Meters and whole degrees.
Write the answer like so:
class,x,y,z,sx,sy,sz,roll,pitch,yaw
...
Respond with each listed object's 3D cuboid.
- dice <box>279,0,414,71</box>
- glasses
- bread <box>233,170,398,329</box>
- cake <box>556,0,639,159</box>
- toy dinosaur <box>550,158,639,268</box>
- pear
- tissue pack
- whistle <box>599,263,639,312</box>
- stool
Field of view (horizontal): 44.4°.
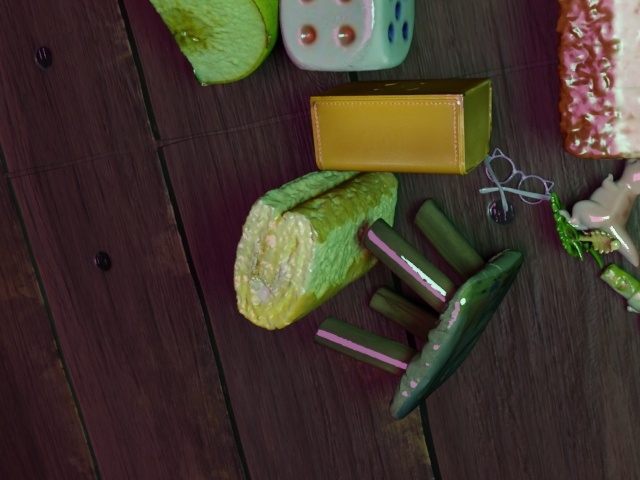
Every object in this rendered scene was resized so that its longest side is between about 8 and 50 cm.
class,x,y,z,sx,sy,sz,roll,pitch,yaw
dice,0.049,-0.398,1.377,0.193,0.194,0.192,6,110,27
glasses,0.332,-0.099,1.380,0.140,0.103,0.063,36,121,16
bread,0.000,0.000,1.424,0.165,0.375,0.237,24,118,20
cake,0.521,-0.256,1.138,0.319,0.269,0.270,4,107,27
toy dinosaur,0.496,-0.044,1.317,0.177,0.152,0.194,-16,57,30
pear,-0.176,-0.505,1.422,0.238,0.318,0.342,-5,147,19
tissue pack,0.148,-0.205,1.393,0.274,0.194,0.145,5,113,26
whistle,0.577,0.112,1.360,0.198,0.057,0.104,41,125,18
stool,0.178,0.117,1.420,0.226,0.310,0.310,35,117,21
